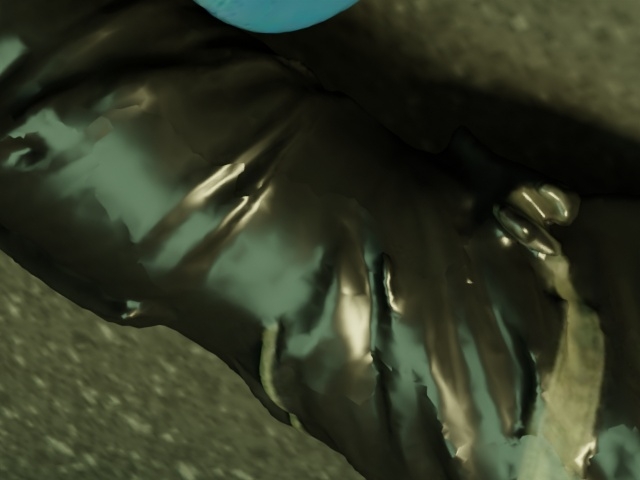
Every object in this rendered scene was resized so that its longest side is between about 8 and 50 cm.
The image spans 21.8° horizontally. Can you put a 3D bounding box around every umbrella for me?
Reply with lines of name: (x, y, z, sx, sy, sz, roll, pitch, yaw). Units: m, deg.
umbrella: (0.003, -0.005, 0.430, 0.357, 0.106, 0.113, 34, 130, -4)

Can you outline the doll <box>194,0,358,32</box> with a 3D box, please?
doll: (-0.104, -0.158, 0.349, 0.363, 0.145, 0.199, 31, 179, -9)
